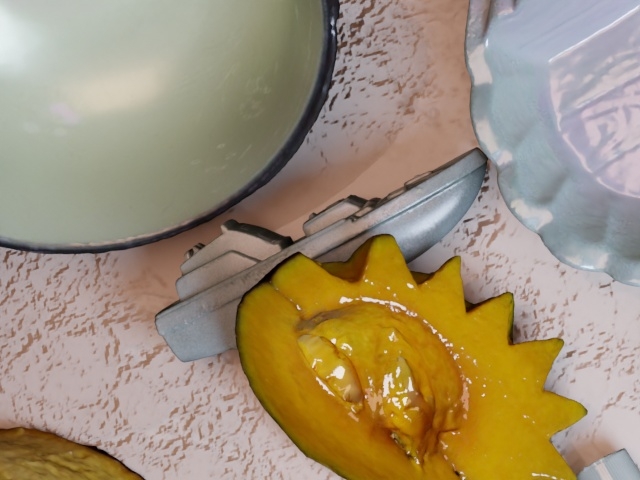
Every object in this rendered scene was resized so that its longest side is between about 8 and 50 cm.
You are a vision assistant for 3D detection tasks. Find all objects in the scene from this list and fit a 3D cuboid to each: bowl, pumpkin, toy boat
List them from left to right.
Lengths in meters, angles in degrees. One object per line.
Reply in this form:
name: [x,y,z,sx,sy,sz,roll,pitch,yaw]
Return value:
bowl: [-0.168,-0.182,1.313,0.353,0.354,0.185,-21,36,11]
toy boat: [0.000,0.000,1.337,0.260,0.078,0.085,-27,93,12]
pumpkin: [0.060,0.093,1.313,0.254,0.149,0.130,43,60,-6]
toy boat: [0.198,-0.103,1.287,0.199,0.100,0.290,-29,79,9]

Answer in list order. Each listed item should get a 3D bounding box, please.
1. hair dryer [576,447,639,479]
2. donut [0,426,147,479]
hair dryer: [0.167,0.250,1.288,0.183,0.044,0.155,-33,75,12]
donut: [-0.234,0.275,1.353,0.302,0.110,0.303,-2,84,15]
